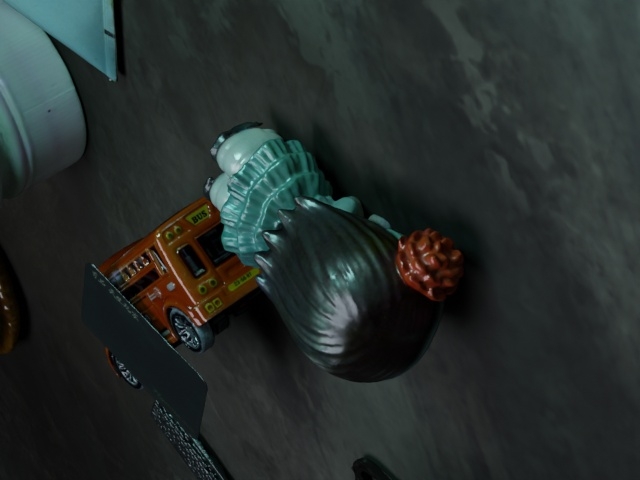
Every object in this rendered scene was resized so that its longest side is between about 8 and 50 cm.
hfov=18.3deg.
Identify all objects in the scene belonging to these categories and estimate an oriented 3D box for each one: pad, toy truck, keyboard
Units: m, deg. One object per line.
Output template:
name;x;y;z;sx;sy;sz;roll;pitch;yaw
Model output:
pad;-0.153;0.095;1.703;0.157;0.003;0.112;44;152;18
toy truck;-0.122;0.041;1.714;0.114;0.107;0.253;56;153;-2
keyboard;-0.113;0.241;2.013;0.196;0.015;0.074;53;153;11

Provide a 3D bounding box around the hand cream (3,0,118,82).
hand cream;-0.283;-0.259;1.744;0.312;0.070;0.111;36;145;23

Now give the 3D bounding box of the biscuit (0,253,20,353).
biscuit;-0.420;0.037;2.265;0.220;0.066;0.220;43;148;35

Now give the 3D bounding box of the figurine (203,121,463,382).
figurine;0.000;0.000;1.475;0.245;0.110;0.138;45;133;37

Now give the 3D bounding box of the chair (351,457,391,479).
chair;0.073;0.292;1.654;0.229;0.113;0.106;32;142;36

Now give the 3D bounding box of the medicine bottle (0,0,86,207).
medicine bottle;-0.418;-0.065;1.801;0.213;0.379;0.213;40;148;32
